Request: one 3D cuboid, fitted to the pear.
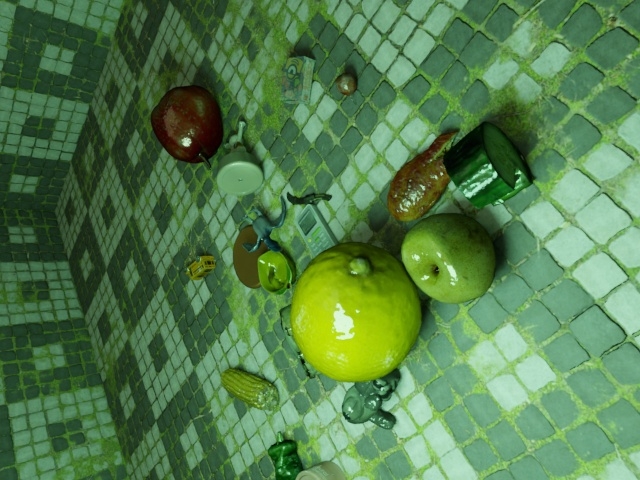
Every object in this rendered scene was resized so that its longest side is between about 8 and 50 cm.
[{"bbox_3d":[0.313,0.036,1.102,0.228,0.211,0.188,46,139,20],"label":"pear"}]

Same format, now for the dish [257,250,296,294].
[{"bbox_3d":[-0.137,0.114,1.623,0.207,0.080,0.149,38,111,39],"label":"dish"}]

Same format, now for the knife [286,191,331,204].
[{"bbox_3d":[-0.046,-0.140,1.577,0.222,0.021,0.046,8,92,45],"label":"knife"}]

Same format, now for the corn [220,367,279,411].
[{"bbox_3d":[-0.271,0.551,1.728,0.317,0.115,0.115,4,92,45],"label":"corn"}]

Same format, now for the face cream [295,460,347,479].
[{"bbox_3d":[0.003,0.787,1.456,0.149,0.104,0.149,-1,88,44],"label":"face cream"}]

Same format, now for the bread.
[{"bbox_3d":[0.275,-0.164,1.212,0.269,0.095,0.139,-48,65,28],"label":"bread"}]

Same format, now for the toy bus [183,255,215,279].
[{"bbox_3d":[-0.526,0.123,2.011,0.162,0.069,0.074,-35,68,38],"label":"toy bus"}]

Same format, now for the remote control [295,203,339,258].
[{"bbox_3d":[0.000,0.000,1.520,0.103,0.034,0.250,-48,58,33],"label":"remote control"}]

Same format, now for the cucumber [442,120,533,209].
[{"bbox_3d":[0.373,-0.166,1.045,0.130,0.191,0.191,-45,60,35],"label":"cucumber"}]

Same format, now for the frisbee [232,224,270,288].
[{"bbox_3d":[-0.267,0.062,1.793,0.250,0.021,0.251,-2,87,43],"label":"frisbee"}]

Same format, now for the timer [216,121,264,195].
[{"bbox_3d":[-0.319,-0.326,1.782,0.175,0.175,0.266,-44,44,35],"label":"timer"}]

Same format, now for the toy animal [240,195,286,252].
[{"bbox_3d":[-0.204,-0.037,1.648,0.239,0.255,0.176,-42,98,14],"label":"toy animal"}]

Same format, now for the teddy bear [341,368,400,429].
[{"bbox_3d":[0.138,0.448,1.307,0.171,0.144,0.251,22,108,28],"label":"teddy bear"}]

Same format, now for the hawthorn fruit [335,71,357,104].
[{"bbox_3d":[0.085,-0.466,1.430,0.066,0.066,0.103,-7,100,44],"label":"hawthorn fruit"}]

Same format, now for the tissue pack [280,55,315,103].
[{"bbox_3d":[-0.080,-0.548,1.588,0.108,0.060,0.148,15,101,44],"label":"tissue pack"}]

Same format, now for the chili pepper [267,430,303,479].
[{"bbox_3d":[-0.106,0.789,1.573,0.271,0.099,0.136,68,155,13],"label":"chili pepper"}]

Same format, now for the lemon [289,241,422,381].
[{"bbox_3d":[0.092,0.165,1.172,0.364,0.364,0.365,-1,89,44],"label":"lemon"}]

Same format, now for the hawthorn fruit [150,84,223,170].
[{"bbox_3d":[-0.524,-0.446,1.892,0.284,0.284,0.369,-35,74,38],"label":"hawthorn fruit"}]

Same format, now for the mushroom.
[{"bbox_3d":[-0.024,0.291,1.455,0.189,0.164,0.267,43,157,62],"label":"mushroom"}]
